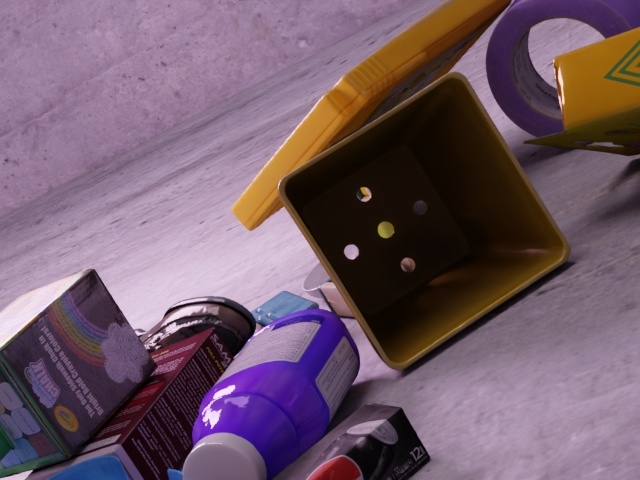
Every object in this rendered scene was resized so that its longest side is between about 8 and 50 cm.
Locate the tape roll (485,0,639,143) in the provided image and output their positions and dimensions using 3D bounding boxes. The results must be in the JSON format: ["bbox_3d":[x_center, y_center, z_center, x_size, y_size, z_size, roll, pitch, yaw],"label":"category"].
[{"bbox_3d":[0.293,-0.213,1.753,0.189,0.189,0.080,-21,18,31],"label":"tape roll"}]

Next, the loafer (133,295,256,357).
[{"bbox_3d":[-0.172,0.139,1.716,0.267,0.096,0.084,-24,34,47],"label":"loafer"}]

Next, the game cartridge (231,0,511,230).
[{"bbox_3d":[0.061,-0.162,1.785,0.324,0.052,0.285,-41,-4,-40],"label":"game cartridge"}]

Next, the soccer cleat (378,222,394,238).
[{"bbox_3d":[0.063,-0.048,1.840,0.121,0.093,0.289,-30,14,-8],"label":"soccer cleat"}]

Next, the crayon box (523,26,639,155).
[{"bbox_3d":[0.372,-0.159,1.453,0.318,0.081,0.202,-17,-13,41],"label":"crayon box"}]

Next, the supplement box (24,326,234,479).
[{"bbox_3d":[-0.188,0.193,1.554,0.130,0.073,0.239,-22,18,31],"label":"supplement box"}]

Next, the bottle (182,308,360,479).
[{"bbox_3d":[-0.046,0.151,1.340,0.118,0.092,0.283,-25,10,20],"label":"bottle"}]

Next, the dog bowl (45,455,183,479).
[{"bbox_3d":[-0.200,0.272,1.313,0.166,0.074,0.297,-37,16,-27],"label":"dog bowl"}]

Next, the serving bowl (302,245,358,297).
[{"bbox_3d":[0.020,0.040,1.747,0.083,0.027,0.083,-35,17,12],"label":"serving bowl"}]

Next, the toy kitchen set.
[{"bbox_3d":[0.000,0.000,1.651,0.207,0.166,0.122,-33,13,-14],"label":"toy kitchen set"}]

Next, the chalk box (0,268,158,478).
[{"bbox_3d":[-0.294,0.147,1.510,0.132,0.132,0.213,-20,17,40],"label":"chalk box"}]

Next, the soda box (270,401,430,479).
[{"bbox_3d":[0.004,0.200,1.201,0.169,0.053,0.060,-37,16,-24],"label":"soda box"}]

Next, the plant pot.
[{"bbox_3d":[0.085,-0.015,1.504,0.212,0.212,0.187,-33,2,-9],"label":"plant pot"}]
